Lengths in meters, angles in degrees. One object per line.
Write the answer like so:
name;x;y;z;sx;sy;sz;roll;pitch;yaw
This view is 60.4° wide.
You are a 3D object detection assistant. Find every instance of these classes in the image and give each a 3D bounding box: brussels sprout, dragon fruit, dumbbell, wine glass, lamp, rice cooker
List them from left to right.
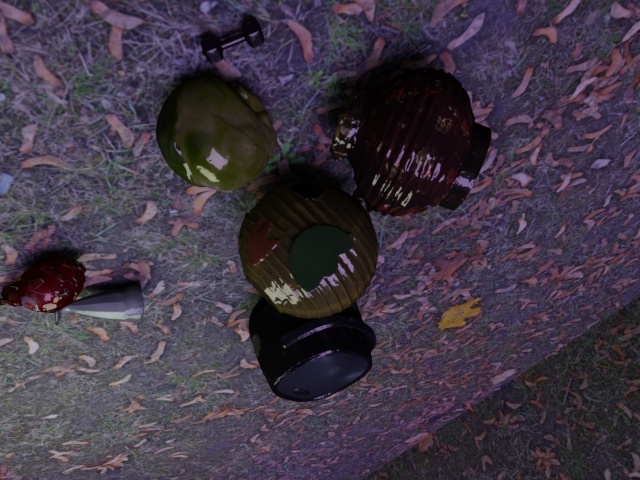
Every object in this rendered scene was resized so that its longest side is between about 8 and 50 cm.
dragon fruit;-0.492;0.092;0.952;0.191;0.094;0.094;-23;144;13
wine glass;-0.418;0.121;1.044;0.155;0.073;0.073;1;138;-22
brussels sprout;-0.149;-0.142;0.792;0.132;0.145;0.183;-11;146;33
dumbbell;-0.117;-0.265;0.731;0.083;0.040;0.035;-22;112;0
rice cooker;-0.019;0.209;1.219;0.268;0.224;0.267;-12;142;-10
lamp;0.000;0.000;0.960;0.284;0.250;0.250;-40;145;-11
lamp;0.133;-0.151;0.852;0.247;0.246;0.246;-14;143;-11
